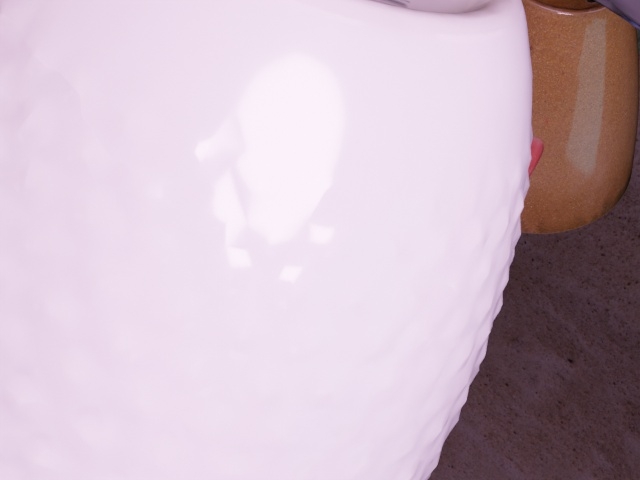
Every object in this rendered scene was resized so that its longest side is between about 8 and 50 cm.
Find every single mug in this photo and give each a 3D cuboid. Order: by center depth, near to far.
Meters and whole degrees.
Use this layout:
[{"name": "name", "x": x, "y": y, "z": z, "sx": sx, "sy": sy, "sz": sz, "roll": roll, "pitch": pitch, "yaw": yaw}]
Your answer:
[{"name": "mug", "x": -0.053, "y": -0.014, "z": 0.549, "sx": 0.374, "sy": 0.276, "sz": 0.328, "roll": -70, "pitch": -176, "yaw": -59}]

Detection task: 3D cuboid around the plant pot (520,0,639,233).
[{"name": "plant pot", "x": 0.231, "y": -0.176, "z": 1.221, "sx": 0.237, "sy": 0.237, "sz": 0.254, "roll": -42, "pitch": 155, "yaw": -29}]

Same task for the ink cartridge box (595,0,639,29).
[{"name": "ink cartridge box", "x": 0.296, "y": -0.365, "z": 0.820, "sx": 0.395, "sy": 0.151, "sz": 0.270, "roll": -56, "pitch": 173, "yaw": 4}]

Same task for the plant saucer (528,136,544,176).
[{"name": "plant saucer", "x": 0.000, "y": 0.000, "z": 0.881, "sx": 0.259, "sy": 0.258, "sz": 0.048, "roll": -55, "pitch": -148, "yaw": 38}]
